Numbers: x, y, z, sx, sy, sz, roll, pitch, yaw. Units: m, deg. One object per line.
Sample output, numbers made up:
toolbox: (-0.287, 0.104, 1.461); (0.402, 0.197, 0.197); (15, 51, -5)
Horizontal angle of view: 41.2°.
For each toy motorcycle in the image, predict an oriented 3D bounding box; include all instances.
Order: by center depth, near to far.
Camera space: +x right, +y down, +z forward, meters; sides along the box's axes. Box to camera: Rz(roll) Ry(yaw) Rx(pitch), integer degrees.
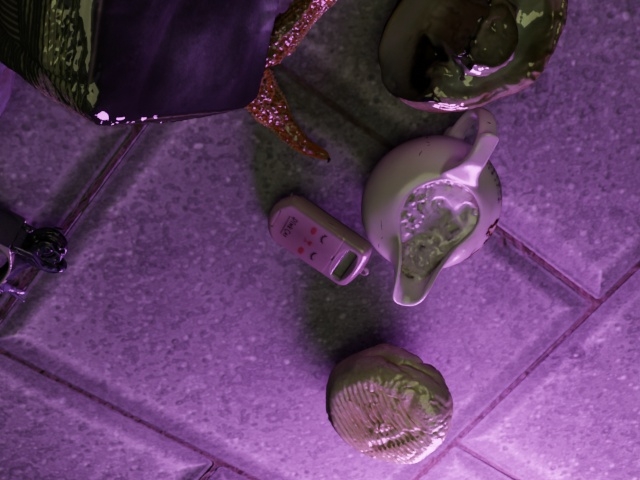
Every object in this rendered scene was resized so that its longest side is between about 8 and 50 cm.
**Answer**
toy motorcycle: (-0.494, -0.006, 1.219); (0.263, 0.091, 0.157); (31, 118, -20)

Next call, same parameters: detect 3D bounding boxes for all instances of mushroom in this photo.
mushroom: (0.208, -0.278, 1.118); (0.164, 0.189, 0.267); (23, 89, -34)

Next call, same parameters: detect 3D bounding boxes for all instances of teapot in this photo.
teapot: (0.170, -0.063, 1.245); (0.208, 0.166, 0.300); (20, 125, -5)

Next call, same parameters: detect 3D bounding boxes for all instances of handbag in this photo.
handbag: (-0.216, -0.279, 0.949); (0.240, 0.340, 0.247); (28, 116, 24)

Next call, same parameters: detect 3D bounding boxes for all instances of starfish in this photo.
starfish: (-0.080, -0.267, 1.133); (0.301, 0.084, 0.294); (18, 115, -10)

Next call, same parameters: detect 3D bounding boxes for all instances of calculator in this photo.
calculator: (0.000, 0.000, 1.277); (0.175, 0.032, 0.100); (35, 137, 2)

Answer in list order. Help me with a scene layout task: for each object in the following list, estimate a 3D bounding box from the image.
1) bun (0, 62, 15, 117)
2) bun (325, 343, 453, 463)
bun: (-0.535, -0.247, 1.000); (0.361, 0.211, 0.362); (-7, 134, -7)
bun: (0.118, 0.258, 1.417); (0.220, 0.134, 0.221); (11, 123, 18)
